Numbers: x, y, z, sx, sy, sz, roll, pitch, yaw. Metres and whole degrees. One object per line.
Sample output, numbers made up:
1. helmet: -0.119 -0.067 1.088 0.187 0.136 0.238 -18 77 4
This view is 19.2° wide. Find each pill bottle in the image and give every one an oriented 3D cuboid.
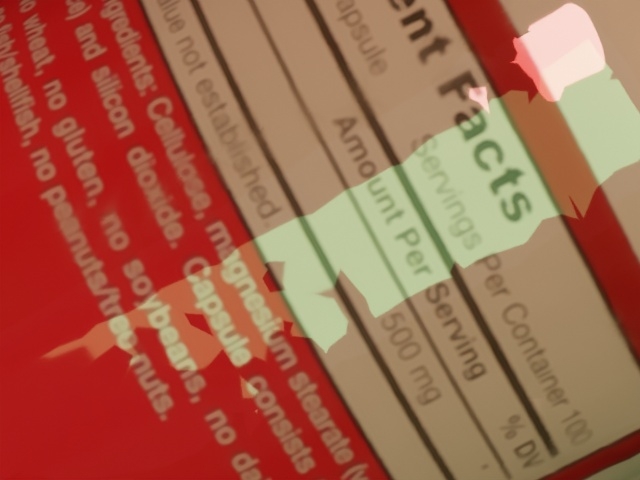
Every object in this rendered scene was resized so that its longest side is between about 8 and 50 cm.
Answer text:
1. pill bottle: 0.000 0.000 0.569 0.408 0.229 0.229 -28 99 5
